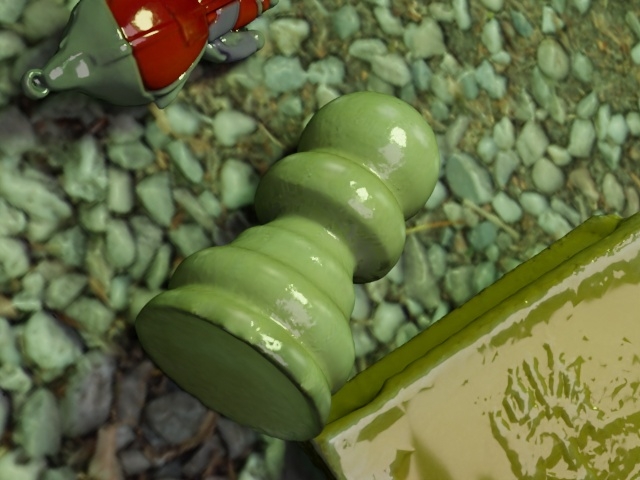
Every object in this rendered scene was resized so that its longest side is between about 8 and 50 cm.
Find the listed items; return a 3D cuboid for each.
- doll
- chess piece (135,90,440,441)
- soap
[{"bbox_3d":[-0.116,-0.148,0.815,0.227,0.075,0.102,-38,109,-37],"label":"doll"},{"bbox_3d":[0.000,0.000,0.822,0.144,0.144,0.251,43,60,-14],"label":"chess piece"},{"bbox_3d":[0.160,0.131,0.854,0.315,0.091,0.199,-31,95,-10],"label":"soap"}]
